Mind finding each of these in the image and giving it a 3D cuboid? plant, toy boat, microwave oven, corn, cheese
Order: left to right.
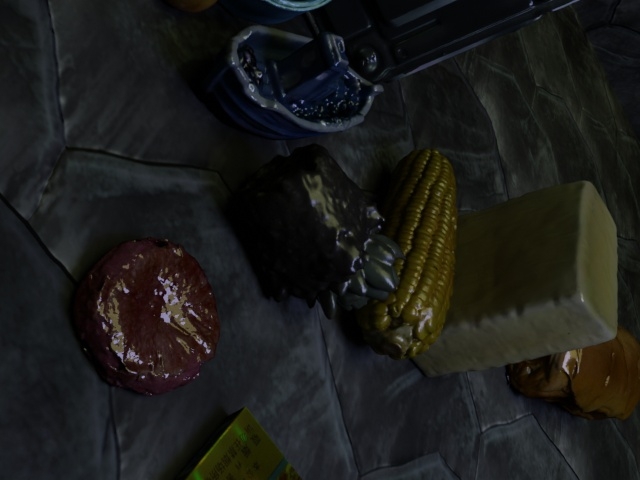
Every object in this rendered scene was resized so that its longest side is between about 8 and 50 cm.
[{"bbox_3d":[-0.016,-0.187,1.008,0.309,0.142,0.129,-4,75,-56],"label":"toy boat"},{"bbox_3d":[0.000,0.000,0.952,0.194,0.129,0.132,55,37,-18],"label":"plant"},{"bbox_3d":[0.123,0.009,1.141,0.120,0.120,0.363,51,37,-29],"label":"corn"},{"bbox_3d":[0.160,-0.418,1.154,0.333,0.394,0.247,62,33,-14],"label":"microwave oven"},{"bbox_3d":[0.257,0.052,1.183,0.124,0.266,0.242,51,37,-30],"label":"cheese"}]

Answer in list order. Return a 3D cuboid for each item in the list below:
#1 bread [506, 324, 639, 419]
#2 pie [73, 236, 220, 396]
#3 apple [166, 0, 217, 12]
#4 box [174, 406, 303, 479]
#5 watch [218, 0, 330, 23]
[{"bbox_3d":[0.453,0.208,1.511,0.344,0.149,0.195,26,53,-49],"label":"bread"},{"bbox_3d":[-0.149,0.067,0.772,0.153,0.038,0.153,28,54,-46],"label":"pie"},{"bbox_3d":[-0.140,-0.292,0.939,0.084,0.071,0.084,30,52,-48],"label":"apple"},{"bbox_3d":[-0.048,0.266,0.800,0.193,0.030,0.121,53,35,-6],"label":"box"},{"bbox_3d":[-0.065,-0.355,1.011,0.211,0.211,0.193,-27,108,-58],"label":"watch"}]
